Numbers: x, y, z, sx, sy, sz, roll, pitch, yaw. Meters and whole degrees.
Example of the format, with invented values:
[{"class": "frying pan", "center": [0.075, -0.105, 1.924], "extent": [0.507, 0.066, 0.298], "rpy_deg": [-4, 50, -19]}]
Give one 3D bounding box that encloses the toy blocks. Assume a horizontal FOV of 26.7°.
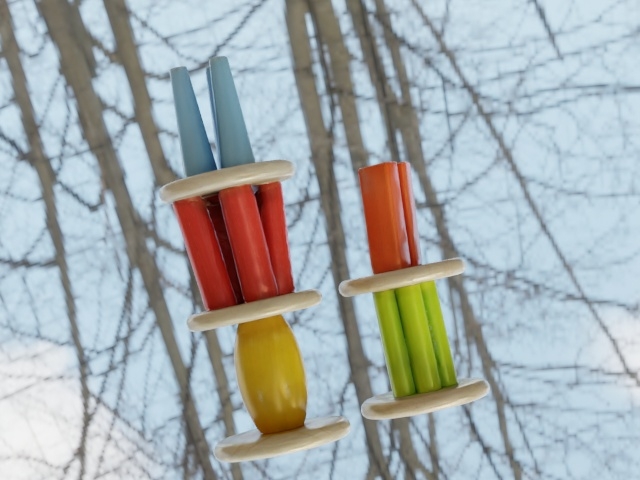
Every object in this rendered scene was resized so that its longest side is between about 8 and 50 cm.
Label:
[{"class": "toy blocks", "center": [0.000, 0.000, 0.525], "extent": [0.123, 0.148, 0.054], "rpy_deg": [-11, 179, -33]}]
